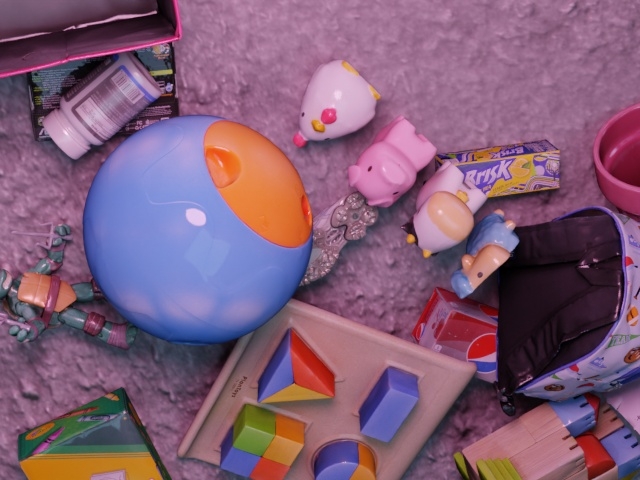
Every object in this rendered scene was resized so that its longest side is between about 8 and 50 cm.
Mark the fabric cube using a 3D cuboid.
[{"bbox_3d":[-0.310,-0.336,1.368,0.259,0.258,0.254,-13,109,-9],"label":"fabric cube"}]

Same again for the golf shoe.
[{"bbox_3d":[0.000,0.000,1.700,0.176,0.086,0.069,-36,103,-5],"label":"golf shoe"}]

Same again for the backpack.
[{"bbox_3d":[0.365,0.086,1.680,0.213,0.263,0.277,8,67,-23],"label":"backpack"}]

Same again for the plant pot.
[{"bbox_3d":[0.496,-0.072,1.746,0.201,0.201,0.180,-25,130,-3],"label":"plant pot"}]

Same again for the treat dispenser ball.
[{"bbox_3d":[-0.152,-0.013,1.549,0.288,0.288,0.288,-5,112,-12],"label":"treat dispenser ball"}]

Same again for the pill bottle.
[{"bbox_3d":[-0.271,-0.167,1.529,0.137,0.078,0.078,-39,114,6],"label":"pill bottle"}]

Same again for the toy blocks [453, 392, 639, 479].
[{"bbox_3d":[0.362,0.350,1.846,0.260,0.191,0.381,-29,142,-6],"label":"toy blocks"}]

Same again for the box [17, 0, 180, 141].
[{"bbox_3d":[-0.279,-0.225,1.572,0.190,0.045,0.184,-7,110,-10],"label":"box"}]

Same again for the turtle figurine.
[{"bbox_3d":[-0.354,0.067,1.633,0.234,0.118,0.175,16,66,-20],"label":"turtle figurine"}]

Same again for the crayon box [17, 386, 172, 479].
[{"bbox_3d":[-0.298,0.367,1.777,0.165,0.081,0.279,-25,115,-3],"label":"crayon box"}]

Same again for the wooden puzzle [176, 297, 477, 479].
[{"bbox_3d":[0.009,0.256,1.761,0.347,0.080,0.322,18,122,-19],"label":"wooden puzzle"}]

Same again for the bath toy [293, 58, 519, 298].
[{"bbox_3d":[0.101,-0.084,1.629,0.348,0.151,0.129,44,97,-7],"label":"bath toy"}]

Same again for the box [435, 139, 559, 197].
[{"bbox_3d":[0.248,-0.098,1.742,0.168,0.054,0.059,-8,112,-10],"label":"box"}]

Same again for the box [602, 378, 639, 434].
[{"bbox_3d":[0.523,0.165,1.797,0.126,0.262,0.231,24,103,-21],"label":"box"}]

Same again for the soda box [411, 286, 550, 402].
[{"bbox_3d":[0.273,0.160,1.832,0.263,0.083,0.092,21,107,-21],"label":"soda box"}]
